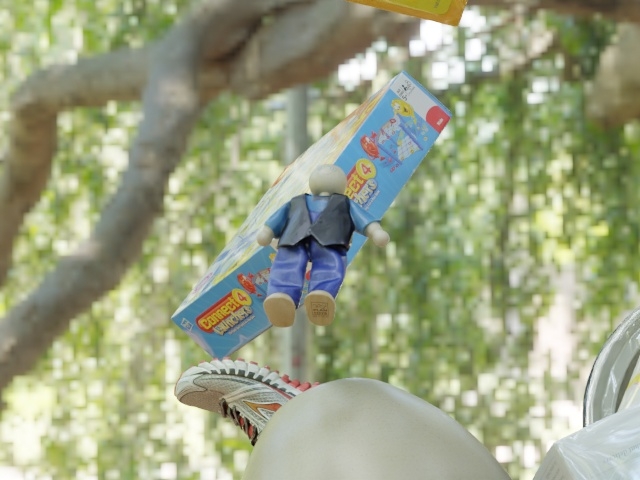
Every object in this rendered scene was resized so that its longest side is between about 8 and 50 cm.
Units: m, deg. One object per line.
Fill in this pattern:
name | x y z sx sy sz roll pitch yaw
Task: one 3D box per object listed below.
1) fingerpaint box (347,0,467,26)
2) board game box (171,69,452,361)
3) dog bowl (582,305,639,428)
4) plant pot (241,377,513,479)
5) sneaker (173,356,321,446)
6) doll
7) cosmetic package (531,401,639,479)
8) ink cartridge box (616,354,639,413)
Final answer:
fingerpaint box | 0.067 -0.509 2.427 0.371 0.163 0.445 12 -27 -3
board game box | -0.012 -0.027 2.217 0.086 0.308 0.302 42 -37 -8
dog bowl | 0.508 0.232 2.055 0.408 0.408 0.150 -2 -37 14
plant pot | 0.037 0.239 1.641 0.284 0.191 0.284 -13 -37 -10
sneaker | -0.056 0.190 1.952 0.225 0.092 0.088 14 -25 16
doll | 0.000 0.000 1.684 0.129 0.189 0.046 -3 -47 13
cosmetic package | 0.328 0.240 1.497 0.224 0.224 0.138 -22 -21 -15
ink cartridge box | 0.354 0.139 1.778 0.067 0.198 0.115 30 -26 -5
